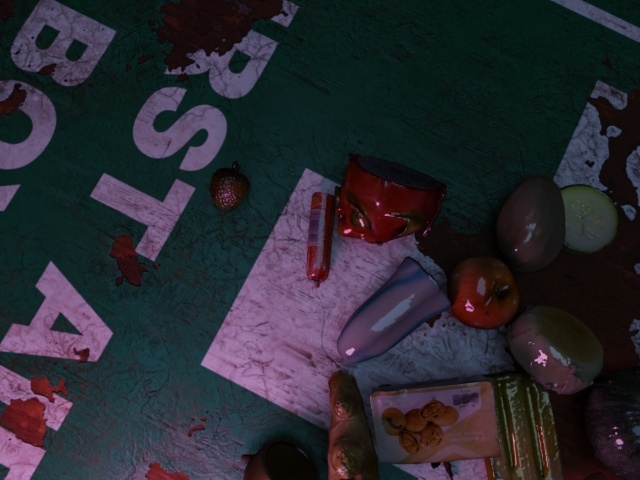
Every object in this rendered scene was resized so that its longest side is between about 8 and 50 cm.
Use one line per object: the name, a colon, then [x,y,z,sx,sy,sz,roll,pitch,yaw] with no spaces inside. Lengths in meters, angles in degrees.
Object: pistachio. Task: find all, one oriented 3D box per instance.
pistachio: [0.606,-0.047,1.530,0.198,0.166,0.287,21,81,12]

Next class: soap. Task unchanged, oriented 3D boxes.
soap: [0.540,0.523,1.479,0.200,0.091,0.314,-7,82,-3]

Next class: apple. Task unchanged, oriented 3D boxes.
apple: [0.453,0.141,1.490,0.210,0.164,0.209,4,77,-18]

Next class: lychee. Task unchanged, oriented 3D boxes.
lychee: [-0.264,-0.160,1.548,0.114,0.114,0.146,26,100,2]

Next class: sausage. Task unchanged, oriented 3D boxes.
sausage: [0.000,0.000,1.551,0.074,0.074,0.273,5,80,-1]

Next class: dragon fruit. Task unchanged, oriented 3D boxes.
dragon fruit: [0.175,-0.094,1.487,0.306,0.305,0.225,18,109,1]

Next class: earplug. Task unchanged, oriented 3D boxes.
earplug: [0.178,0.212,1.481,0.324,0.185,0.185,-39,84,-2]

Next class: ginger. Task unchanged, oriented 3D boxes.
ginger: [0.054,0.530,1.375,0.166,0.236,0.375,-30,69,24]

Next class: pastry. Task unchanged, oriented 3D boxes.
pastry: [0.631,0.288,1.449,0.265,0.265,0.133,34,125,3]

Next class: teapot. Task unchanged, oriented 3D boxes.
teapot: [-0.111,0.651,1.392,0.267,0.186,0.175,47,115,24]

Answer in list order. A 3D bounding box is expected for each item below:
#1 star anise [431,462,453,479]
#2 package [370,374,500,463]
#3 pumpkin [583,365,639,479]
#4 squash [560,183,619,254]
star anise: [0.330,0.587,1.484,0.159,0.144,0.140,-9,36,-10]
package: [0.297,0.453,1.419,0.312,0.165,0.221,-8,99,9]
pumpkin: [0.873,0.481,1.413,0.328,0.257,0.291,-2,68,4]
squash: [0.782,-0.065,1.611,0.220,0.041,0.219,0,76,-2]
